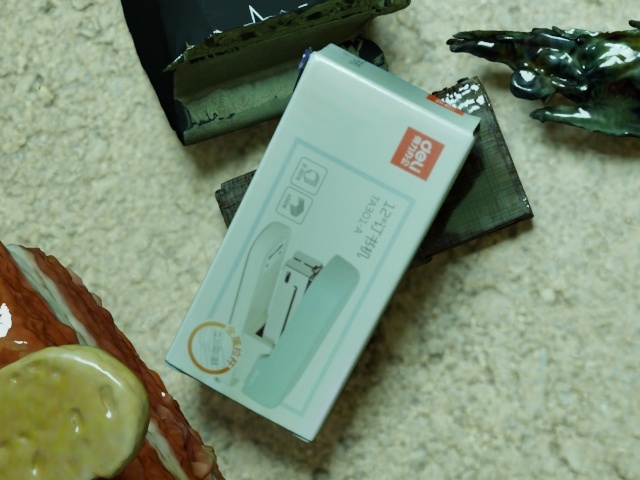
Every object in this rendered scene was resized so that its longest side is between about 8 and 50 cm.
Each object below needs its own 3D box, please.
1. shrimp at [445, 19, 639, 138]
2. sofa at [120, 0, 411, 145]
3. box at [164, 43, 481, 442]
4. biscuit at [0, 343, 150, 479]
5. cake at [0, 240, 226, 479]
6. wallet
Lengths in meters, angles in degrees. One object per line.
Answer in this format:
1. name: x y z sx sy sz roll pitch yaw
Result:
1. shrimp: 0.313 -0.191 0.959 0.445 0.085 0.272 -5 73 11
2. sofa: -0.063 -0.224 1.042 0.200 0.182 0.258 -19 75 -7
3. box: 0.000 0.000 0.958 0.135 0.079 0.269 29 103 4
4. biscuit: -0.221 0.211 0.718 0.216 0.047 0.339 11 89 12
5. cake: -0.224 0.178 0.907 0.269 0.319 0.270 -40 78 2
6. wallet: 0.040 -0.029 1.016 0.230 0.042 0.124 -22 85 9
